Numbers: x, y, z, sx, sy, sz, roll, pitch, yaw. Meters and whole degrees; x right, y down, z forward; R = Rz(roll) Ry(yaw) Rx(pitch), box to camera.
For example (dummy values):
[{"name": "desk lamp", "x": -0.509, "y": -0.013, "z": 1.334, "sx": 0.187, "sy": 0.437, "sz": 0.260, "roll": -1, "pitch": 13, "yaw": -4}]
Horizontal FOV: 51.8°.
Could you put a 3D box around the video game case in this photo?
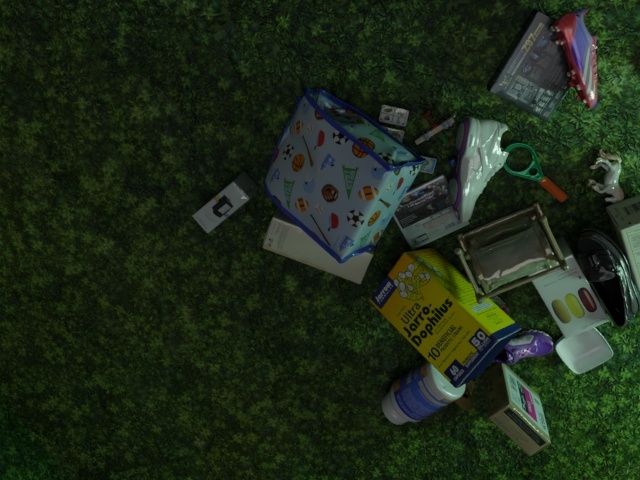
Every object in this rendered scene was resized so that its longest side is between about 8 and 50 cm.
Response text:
[{"name": "video game case", "x": 0.316, "y": -0.083, "z": 1.947, "sx": 0.190, "sy": 0.022, "sz": 0.173, "roll": -26, "pitch": 108, "yaw": 18}]

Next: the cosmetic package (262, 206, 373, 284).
[{"name": "cosmetic package", "x": 0.000, "y": 0.000, "z": 1.952, "sx": 0.309, "sy": 0.160, "sz": 0.113, "roll": 22, "pitch": 115, "yaw": -1}]

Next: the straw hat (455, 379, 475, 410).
[{"name": "straw hat", "x": 0.469, "y": 0.473, "z": 2.139, "sx": 0.061, "sy": 0.144, "sz": 0.145, "roll": -28, "pitch": 112, "yaw": -24}]

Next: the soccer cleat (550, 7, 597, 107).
[{"name": "soccer cleat", "x": 0.659, "y": -0.453, "z": 1.646, "sx": 0.095, "sy": 0.083, "sz": 0.248, "roll": -25, "pitch": 106, "yaw": 10}]

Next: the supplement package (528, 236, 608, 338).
[{"name": "supplement package", "x": 0.714, "y": 0.139, "z": 1.924, "sx": 0.139, "sy": 0.134, "sz": 0.244, "roll": -30, "pitch": 106, "yaw": 19}]

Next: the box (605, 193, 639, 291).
[{"name": "box", "x": 0.906, "y": -0.001, "z": 1.820, "sx": 0.148, "sy": 0.127, "sz": 0.232, "roll": -22, "pitch": 120, "yaw": 15}]

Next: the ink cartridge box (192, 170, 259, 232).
[{"name": "ink cartridge box", "x": -0.280, "y": -0.117, "z": 1.956, "sx": 0.175, "sy": 0.127, "sz": 0.072, "roll": -37, "pitch": 101, "yaw": 20}]

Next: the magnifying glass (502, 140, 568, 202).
[{"name": "magnifying glass", "x": 0.606, "y": -0.190, "z": 1.860, "sx": 0.231, "sy": 0.026, "sz": 0.092, "roll": 39, "pitch": 112, "yaw": -7}]

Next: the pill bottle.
[{"name": "pill bottle", "x": 0.318, "y": 0.485, "z": 2.103, "sx": 0.152, "sy": 0.152, "sz": 0.272, "roll": 39, "pitch": 129, "yaw": -9}]

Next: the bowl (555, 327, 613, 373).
[{"name": "bowl", "x": 0.809, "y": 0.327, "z": 2.038, "sx": 0.142, "sy": 0.053, "sz": 0.142, "roll": -36, "pitch": 105, "yaw": 20}]

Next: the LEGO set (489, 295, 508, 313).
[{"name": "LEGO set", "x": 0.443, "y": 0.274, "z": 2.036, "sx": 0.132, "sy": 0.107, "sz": 0.287, "roll": 34, "pitch": 113, "yaw": -7}]

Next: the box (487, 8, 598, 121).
[{"name": "box", "x": 0.577, "y": -0.455, "z": 1.726, "sx": 0.183, "sy": 0.059, "sz": 0.233, "roll": 25, "pitch": 114, "yaw": -6}]

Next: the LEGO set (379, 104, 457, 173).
[{"name": "LEGO set", "x": 0.278, "y": -0.287, "z": 1.863, "sx": 0.244, "sy": 0.060, "sz": 0.183, "roll": 12, "pitch": 126, "yaw": 4}]

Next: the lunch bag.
[{"name": "lunch bag", "x": 0.040, "y": -0.191, "z": 1.815, "sx": 0.385, "sy": 0.239, "sz": 0.328, "roll": 39, "pitch": 119, "yaw": 22}]

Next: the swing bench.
[{"name": "swing bench", "x": 0.523, "y": 0.028, "z": 1.830, "sx": 0.253, "sy": 0.254, "sz": 0.165, "roll": -24, "pitch": 95, "yaw": 17}]

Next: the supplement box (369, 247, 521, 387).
[{"name": "supplement box", "x": 0.353, "y": 0.212, "z": 1.889, "sx": 0.356, "sy": 0.195, "sz": 0.194, "roll": 45, "pitch": 116, "yaw": 24}]

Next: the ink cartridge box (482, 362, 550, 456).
[{"name": "ink cartridge box", "x": 0.605, "y": 0.516, "z": 2.047, "sx": 0.193, "sy": 0.235, "sz": 0.088, "roll": 42, "pitch": 113, "yaw": -11}]

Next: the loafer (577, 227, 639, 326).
[{"name": "loafer", "x": 0.795, "y": 0.106, "z": 1.818, "sx": 0.109, "sy": 0.095, "sz": 0.303, "roll": -14, "pitch": 117, "yaw": 49}]

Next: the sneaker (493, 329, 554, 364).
[{"name": "sneaker", "x": 0.606, "y": 0.340, "z": 2.044, "sx": 0.236, "sy": 0.104, "sz": 0.095, "roll": -2, "pitch": 112, "yaw": 8}]

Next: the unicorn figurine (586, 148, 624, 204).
[{"name": "unicorn figurine", "x": 0.795, "y": -0.163, "z": 1.821, "sx": 0.111, "sy": 0.060, "sz": 0.162, "roll": 8, "pitch": 109, "yaw": -7}]

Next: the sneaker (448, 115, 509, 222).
[{"name": "sneaker", "x": 0.441, "y": -0.188, "z": 1.818, "sx": 0.152, "sy": 0.114, "sz": 0.305, "roll": 0, "pitch": 117, "yaw": -8}]
